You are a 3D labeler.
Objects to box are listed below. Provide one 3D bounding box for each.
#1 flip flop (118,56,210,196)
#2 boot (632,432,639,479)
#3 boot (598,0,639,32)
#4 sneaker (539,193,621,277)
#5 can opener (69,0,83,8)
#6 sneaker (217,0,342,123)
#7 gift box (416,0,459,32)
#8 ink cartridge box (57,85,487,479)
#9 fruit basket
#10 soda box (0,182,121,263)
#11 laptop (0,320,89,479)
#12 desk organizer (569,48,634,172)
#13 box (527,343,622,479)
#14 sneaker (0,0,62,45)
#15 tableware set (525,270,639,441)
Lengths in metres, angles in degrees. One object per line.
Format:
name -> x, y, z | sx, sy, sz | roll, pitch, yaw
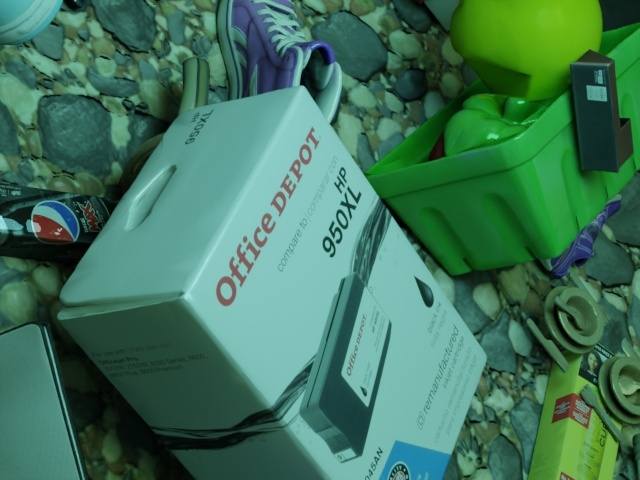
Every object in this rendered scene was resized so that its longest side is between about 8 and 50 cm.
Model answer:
flip flop -> -0.165, -0.075, 1.534 | 0.080, 0.112, 0.277 | 11, 61, -7
boot -> 0.473, 0.334, 1.840 | 0.213, 0.077, 0.165 | 21, 55, -26
boot -> 0.403, -0.361, 2.099 | 0.284, 0.138, 0.377 | 27, 59, -25
sneaker -> 0.336, -0.008, 1.925 | 0.170, 0.068, 0.071 | -37, 108, -34
can opener -> -0.289, -0.338, 1.596 | 0.186, 0.059, 0.073 | 69, 21, -2
sneaker -> -0.033, -0.213, 1.661 | 0.102, 0.161, 0.282 | 11, 60, -32
gift box -> 0.190, -0.449, 1.897 | 0.276, 0.255, 0.258 | 43, 46, -20
ink cartridge box -> -0.029, 0.094, 1.426 | 0.395, 0.166, 0.285 | 54, 44, -30
fruit basket -> 0.228, -0.192, 1.766 | 0.392, 0.283, 0.392 | 12, 73, -44
soda box -> -0.273, -0.016, 1.440 | 0.168, 0.060, 0.053 | 7, 65, -36
laptop -> -0.381, 0.293, 1.091 | 0.236, 0.407, 0.382 | 23, 48, -70
desk organizer -> 0.317, -0.146, 1.662 | 0.050, 0.047, 0.130 | -41, 128, -45
box -> 0.309, 0.232, 1.772 | 0.087, 0.058, 0.232 | 36, 51, -19
sneaker -> -0.383, -0.328, 1.358 | 0.319, 0.127, 0.208 | 40, -1, 25
tableware set -> 0.344, 0.133, 1.784 | 0.194, 0.039, 0.128 | 52, 47, -3
